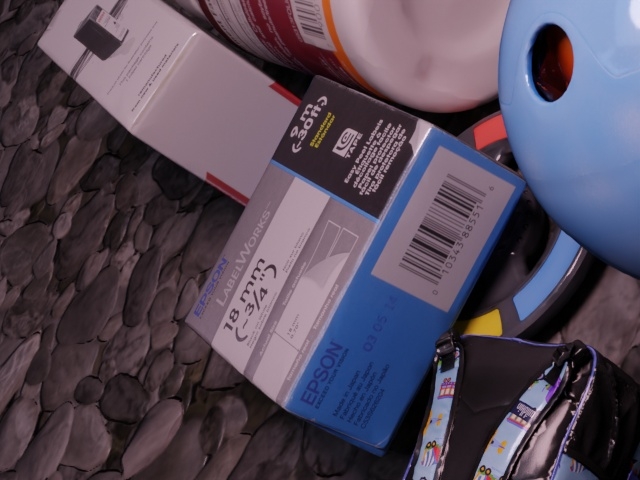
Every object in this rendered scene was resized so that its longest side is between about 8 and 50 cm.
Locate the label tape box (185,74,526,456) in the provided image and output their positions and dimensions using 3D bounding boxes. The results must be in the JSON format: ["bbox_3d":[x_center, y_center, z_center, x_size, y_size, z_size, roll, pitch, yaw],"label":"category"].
[{"bbox_3d":[0.000,0.000,1.499,0.240,0.106,0.334,-62,27,2],"label":"label tape box"}]

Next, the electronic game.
[{"bbox_3d":[0.136,-0.007,1.442,0.229,0.048,0.229,-32,42,33],"label":"electronic game"}]

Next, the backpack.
[{"bbox_3d":[0.134,0.160,1.251,0.158,0.117,0.173,2,64,51],"label":"backpack"}]

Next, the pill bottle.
[{"bbox_3d":[0.017,-0.254,1.630,0.392,0.224,0.224,26,84,55],"label":"pill bottle"}]

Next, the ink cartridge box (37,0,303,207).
[{"bbox_3d":[-0.127,-0.144,1.741,0.114,0.197,0.273,-54,34,4],"label":"ink cartridge box"}]

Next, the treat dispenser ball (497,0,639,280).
[{"bbox_3d":[0.257,-0.108,1.162,0.288,0.288,0.288,-31,42,33],"label":"treat dispenser ball"}]
